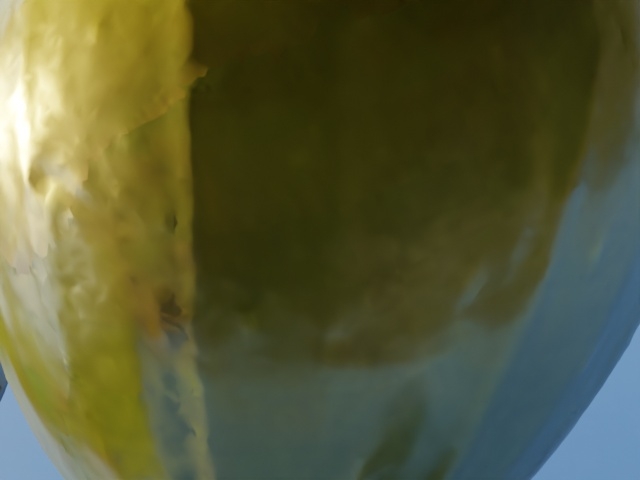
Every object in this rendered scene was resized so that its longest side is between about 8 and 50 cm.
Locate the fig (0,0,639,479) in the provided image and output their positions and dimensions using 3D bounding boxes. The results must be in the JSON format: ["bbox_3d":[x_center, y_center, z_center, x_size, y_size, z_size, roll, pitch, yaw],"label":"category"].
[{"bbox_3d":[0.000,0.000,0.676,0.316,0.316,0.316,3,-139,-3],"label":"fig"}]

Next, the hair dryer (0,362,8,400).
[{"bbox_3d":[-0.310,0.007,1.301,0.284,0.320,0.156,-19,-148,5],"label":"hair dryer"}]
